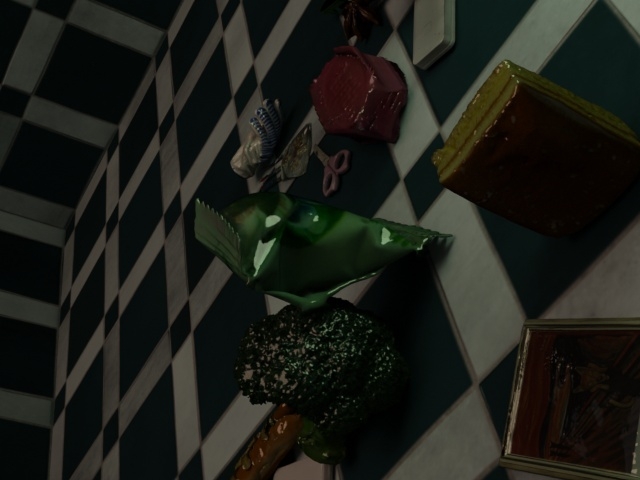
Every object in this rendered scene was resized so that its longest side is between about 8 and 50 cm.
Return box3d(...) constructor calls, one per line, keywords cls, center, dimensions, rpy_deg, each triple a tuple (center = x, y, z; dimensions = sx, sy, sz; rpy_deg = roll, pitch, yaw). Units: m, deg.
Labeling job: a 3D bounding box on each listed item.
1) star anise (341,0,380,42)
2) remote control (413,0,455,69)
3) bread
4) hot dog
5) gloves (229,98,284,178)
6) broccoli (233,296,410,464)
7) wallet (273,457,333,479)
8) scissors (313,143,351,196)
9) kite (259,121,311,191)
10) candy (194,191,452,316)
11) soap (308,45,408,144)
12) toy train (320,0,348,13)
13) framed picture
box3d(cls="star anise", center=(0.090, -0.522, 2.048), dimensions=(0.168, 0.057, 0.168), rpy_deg=(-178, 90, -69))
box3d(cls="remote control", center=(0.222, -0.455, 1.791), dimensions=(0.103, 0.034, 0.250), rpy_deg=(-37, 41, 49))
box3d(cls="bread", center=(0.291, -0.110, 1.215), dimensions=(0.184, 0.234, 0.110), rpy_deg=(-54, 30, 32))
box3d(cls="hot dog", center=(-0.106, 0.410, 1.802), dimensions=(0.269, 0.072, 0.109), rpy_deg=(-58, 4, 22))
box3d(cls="gloves", center=(-0.153, -0.259, 2.315), dimensions=(0.119, 0.097, 0.229), rpy_deg=(-104, 34, -53))
box3d(cls="broccoli", center=(-0.007, 0.235, 1.561), dimensions=(0.297, 0.297, 0.297), rpy_deg=(-120, 33, -57))
box3d(cls="wallet", center=(-0.036, 0.453, 1.701), dimensions=(0.190, 0.033, 0.095), rpy_deg=(-34, 43, 50))
box3d(cls="scissors", center=(0.013, -0.176, 2.026), dimensions=(0.110, 0.021, 0.212), rpy_deg=(-61, 29, 15))
box3d(cls="kite", center=(-0.089, -0.187, 2.235), dimensions=(0.245, 0.015, 0.141), rpy_deg=(-31, 45, 51))
box3d(cls="candy", center=(0.000, -0.007, 1.551), dimensions=(0.263, 0.398, 0.172), rpy_deg=(35, 129, 56))
box3d(cls="soap", center=(0.083, -0.290, 1.873), dimensions=(0.182, 0.112, 0.289), rpy_deg=(-60, 30, 27))
box3d(cls="toy train", center=(0.071, -0.582, 2.151), dimensions=(0.209, 0.042, 0.044), rpy_deg=(-24, 46, 56))
box3d(cls="framed picture", center=(0.333, 0.202, 1.179), dimensions=(0.273, 0.016, 0.216), rpy_deg=(-11, 64, 60))
